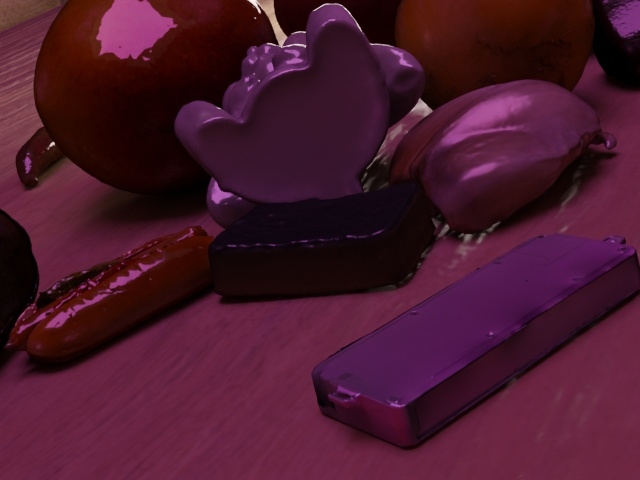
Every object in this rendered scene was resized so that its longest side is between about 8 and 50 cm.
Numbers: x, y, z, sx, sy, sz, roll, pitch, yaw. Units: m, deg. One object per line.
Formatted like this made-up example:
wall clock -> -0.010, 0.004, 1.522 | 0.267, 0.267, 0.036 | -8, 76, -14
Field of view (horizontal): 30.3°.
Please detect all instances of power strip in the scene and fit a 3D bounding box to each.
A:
power strip -> 0.120, 0.066, 0.886 | 0.279, 0.037, 0.109 | -28, 23, -30

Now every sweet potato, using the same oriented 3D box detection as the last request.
sweet potato -> -0.410, -0.146, 1.814 | 0.078, 0.058, 0.255 | 8, 24, 14

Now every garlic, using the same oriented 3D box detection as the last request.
garlic -> 0.176, -0.103, 1.196 | 0.228, 0.110, 0.217 | -23, 18, -18

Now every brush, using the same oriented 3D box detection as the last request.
brush -> 0.000, 0.000, 1.116 | 0.197, 0.059, 0.123 | -6, 21, 25

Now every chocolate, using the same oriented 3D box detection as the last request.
chocolate -> 0.369, -0.241, 1.417 | 0.080, 0.125, 0.148 | -32, 24, 4

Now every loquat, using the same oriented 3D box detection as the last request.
loquat -> 0.200, -0.240, 1.360 | 0.235, 0.235, 0.235 | -14, 20, 5

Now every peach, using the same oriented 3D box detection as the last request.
peach -> -0.199, -0.197, 1.472 | 0.308, 0.307, 0.332 | -14, 30, 4

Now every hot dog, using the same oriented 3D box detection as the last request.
hot dog -> -0.196, 0.051, 1.126 | 0.236, 0.062, 0.092 | -30, 28, -33

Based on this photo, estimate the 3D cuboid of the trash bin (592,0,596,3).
trash bin -> 0.295, -0.355, 1.632 | 0.302, 0.203, 0.252 | -14, -20, 7

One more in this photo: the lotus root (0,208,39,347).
lotus root -> -0.375, 0.059, 1.106 | 0.152, 0.160, 0.275 | -32, 8, 31

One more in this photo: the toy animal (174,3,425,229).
toy animal -> -0.021, -0.127, 1.309 | 0.272, 0.206, 0.265 | -39, 9, 2

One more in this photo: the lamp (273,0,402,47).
lamp -> 0.041, -0.366, 1.815 | 0.227, 0.227, 0.227 | -14, 20, 5
